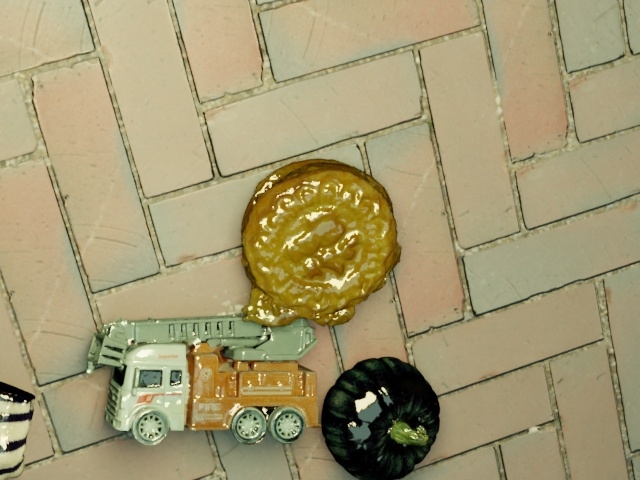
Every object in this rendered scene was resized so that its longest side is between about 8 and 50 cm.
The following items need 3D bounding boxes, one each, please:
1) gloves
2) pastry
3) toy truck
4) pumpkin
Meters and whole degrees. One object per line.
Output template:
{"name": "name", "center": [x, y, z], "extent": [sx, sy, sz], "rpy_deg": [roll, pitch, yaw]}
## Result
{"name": "gloves", "center": [-0.480, 0.305, 1.739], "extent": [0.140, 0.131, 0.219], "rpy_deg": [18, 90, -17]}
{"name": "pastry", "center": [0.000, 0.000, 1.800], "extent": [0.240, 0.132, 0.235], "rpy_deg": [0, 108, -11]}
{"name": "toy truck", "center": [-0.173, 0.193, 1.797], "extent": [0.338, 0.133, 0.184], "rpy_deg": [3, 92, -20]}
{"name": "pumpkin", "center": [0.091, 0.272, 1.889], "extent": [0.194, 0.150, 0.194], "rpy_deg": [0, 88, -2]}
